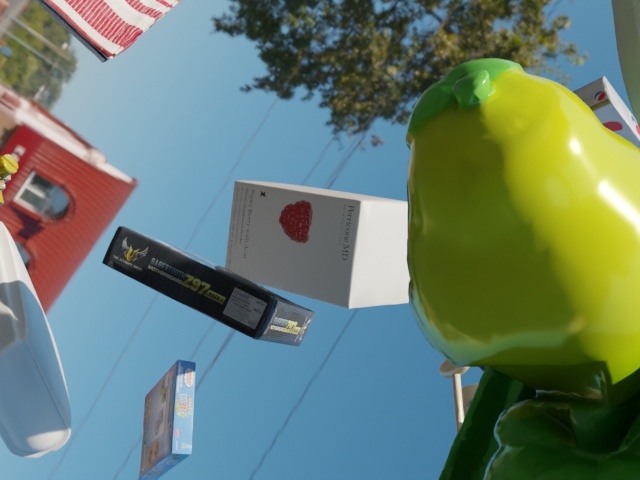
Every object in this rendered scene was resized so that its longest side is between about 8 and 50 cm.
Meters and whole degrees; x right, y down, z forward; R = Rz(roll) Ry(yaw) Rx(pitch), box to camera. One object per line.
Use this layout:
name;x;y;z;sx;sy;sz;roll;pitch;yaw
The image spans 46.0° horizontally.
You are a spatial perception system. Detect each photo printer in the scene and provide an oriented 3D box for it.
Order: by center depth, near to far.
photo printer;-0.456;0.158;1.113;0.308;0.107;0.256;91;-25;-47

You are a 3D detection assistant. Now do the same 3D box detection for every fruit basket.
fruit basket;0.160;0.072;0.510;0.283;0.391;0.392;-48;-157;49

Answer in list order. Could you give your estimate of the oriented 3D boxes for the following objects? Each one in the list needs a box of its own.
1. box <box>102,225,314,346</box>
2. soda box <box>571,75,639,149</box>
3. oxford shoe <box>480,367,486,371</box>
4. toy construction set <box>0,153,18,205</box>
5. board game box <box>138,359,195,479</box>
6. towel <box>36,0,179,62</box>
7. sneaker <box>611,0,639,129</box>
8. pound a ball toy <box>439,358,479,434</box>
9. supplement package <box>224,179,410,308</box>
box;-0.139;0.063;0.983;0.059;0.232;0.183;-64;162;-4
soda box;0.564;-0.221;1.459;0.073;0.216;0.069;-25;-130;32
oxford shoe;0.391;0.220;1.383;0.122;0.348;0.130;-25;-139;25
toy construction set;-0.594;-0.153;1.253;0.237;0.257;0.309;-24;-127;25
board game box;-0.274;0.323;1.336;0.211;0.039;0.160;-44;-140;50
towel;-0.422;-0.512;1.492;0.037;0.237;0.329;-34;-161;42
sneaker;0.352;-0.200;0.649;0.169;0.293;0.108;-9;-172;44
pound a ball toy;0.326;0.422;1.601;0.135;0.208;0.319;-32;-135;54
supplement package;0.000;0.000;1.307;0.292;0.175;0.178;11;-83;40
